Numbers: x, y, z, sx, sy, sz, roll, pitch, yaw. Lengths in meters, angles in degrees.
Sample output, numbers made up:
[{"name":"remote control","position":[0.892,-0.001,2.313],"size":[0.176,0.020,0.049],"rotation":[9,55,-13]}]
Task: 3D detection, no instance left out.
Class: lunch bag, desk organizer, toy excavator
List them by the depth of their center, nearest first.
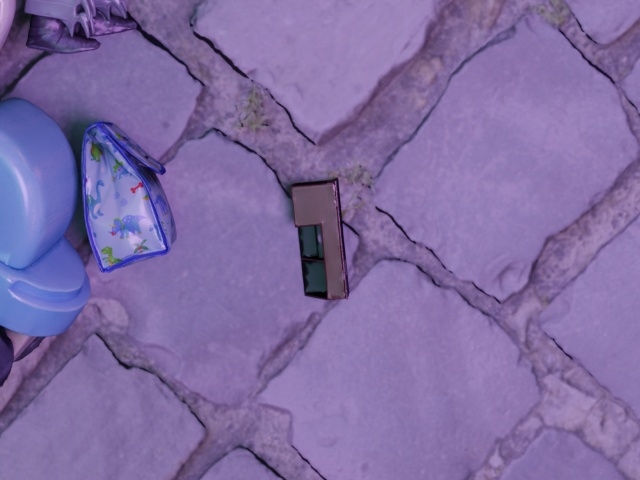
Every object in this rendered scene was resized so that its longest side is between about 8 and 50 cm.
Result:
[{"name":"toy excavator","position":[-0.368,-0.122,1.527],"size":[0.433,0.222,0.445],"rotation":[37,104,-3]},{"name":"lunch bag","position":[-0.209,-0.053,1.608],"size":[0.096,0.129,0.151],"rotation":[-19,95,-1]},{"name":"desk organizer","position":[0.000,0.000,1.653],"size":[0.050,0.047,0.130],"rotation":[-5,97,4]}]

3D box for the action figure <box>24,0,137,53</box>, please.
[{"name":"action figure","position":[-0.259,-0.342,1.553],"size":[0.099,0.185,0.285],"rotation":[0,114,10]}]
